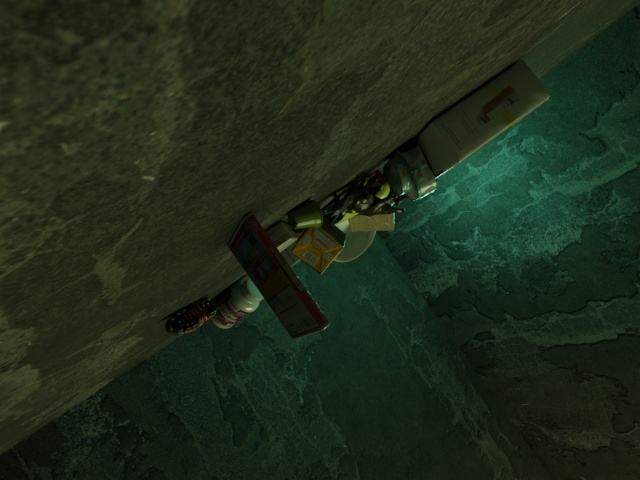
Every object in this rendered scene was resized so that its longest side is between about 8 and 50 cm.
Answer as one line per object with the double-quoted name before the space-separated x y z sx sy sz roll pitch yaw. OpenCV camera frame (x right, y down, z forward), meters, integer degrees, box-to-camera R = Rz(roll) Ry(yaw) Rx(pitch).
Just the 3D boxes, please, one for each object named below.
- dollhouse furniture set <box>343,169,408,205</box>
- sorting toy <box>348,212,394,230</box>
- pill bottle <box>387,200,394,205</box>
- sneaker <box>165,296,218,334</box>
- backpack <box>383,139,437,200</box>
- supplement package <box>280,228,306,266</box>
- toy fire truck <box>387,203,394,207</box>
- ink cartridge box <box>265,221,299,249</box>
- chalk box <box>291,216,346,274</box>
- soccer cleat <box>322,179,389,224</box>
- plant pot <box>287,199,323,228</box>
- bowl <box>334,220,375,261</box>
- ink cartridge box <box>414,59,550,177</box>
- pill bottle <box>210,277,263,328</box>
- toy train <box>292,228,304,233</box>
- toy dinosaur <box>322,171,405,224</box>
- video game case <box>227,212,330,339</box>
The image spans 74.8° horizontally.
"dollhouse furniture set" 0.300 -0.226 1.720 0.374 0.152 0.201 -32 176 -43
"sorting toy" 0.218 -0.087 1.801 0.193 0.038 0.208 -1 162 10
"pill bottle" 0.247 -0.180 2.042 0.136 0.136 0.246 -33 177 -32
"sneaker" -0.532 0.323 1.681 0.135 0.097 0.276 -39 177 22
"backpack" 0.314 -0.230 1.466 0.144 0.188 0.166 -35 178 -7
"supplement package" -0.096 0.030 1.855 0.105 0.105 0.179 -34 176 -31
"toy fire truck" 0.213 -0.144 1.809 0.135 0.192 0.047 -30 137 -62
"ink cartridge box" -0.138 0.001 1.270 0.115 0.067 0.198 -36 179 1
"chalk box" 0.000 0.000 1.448 0.132 0.132 0.213 -52 -174 16
"soccer cleat" 0.127 -0.133 1.565 0.289 0.093 0.121 -26 -176 26
"plant pot" -0.048 -0.066 1.196 0.079 0.083 0.083 -20 170 -30
"bowl" 0.114 -0.057 1.976 0.298 0.134 0.297 -19 128 -27
"ink cartridge box" 0.527 -0.398 1.441 0.385 0.160 0.279 -35 178 -7
"pill bottle" -0.416 0.311 2.117 0.301 0.169 0.169 -37 176 29
"toy train" -0.077 -0.044 1.532 0.158 0.036 0.027 -36 177 14
"toy dinosaur" 0.160 -0.140 1.464 0.314 0.121 0.160 1 151 -39
"video game case" -0.104 0.092 0.946 0.025 0.285 0.204 -34 177 -28
